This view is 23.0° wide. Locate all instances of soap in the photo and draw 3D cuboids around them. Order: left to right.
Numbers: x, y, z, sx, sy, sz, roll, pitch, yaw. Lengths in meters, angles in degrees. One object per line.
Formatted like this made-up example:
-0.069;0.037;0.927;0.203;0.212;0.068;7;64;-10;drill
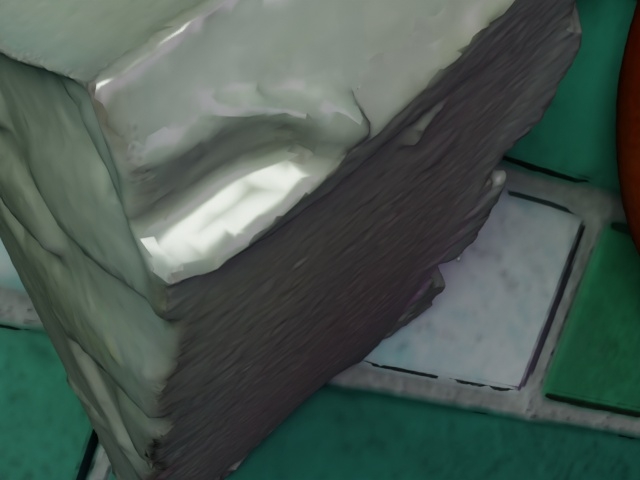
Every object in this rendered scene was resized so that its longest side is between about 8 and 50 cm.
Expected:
0.000;0.000;0.483;0.159;0.258;0.302;-37;124;-18;soap

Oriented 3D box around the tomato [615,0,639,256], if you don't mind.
0.293;-0.054;0.616;0.273;0.341;0.341;-24;123;-56;tomato
